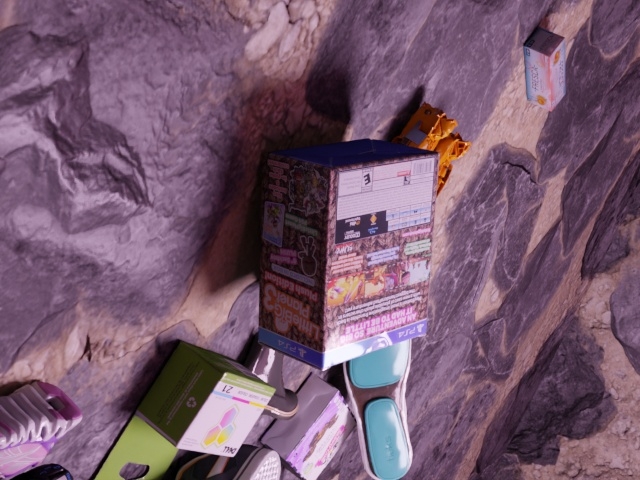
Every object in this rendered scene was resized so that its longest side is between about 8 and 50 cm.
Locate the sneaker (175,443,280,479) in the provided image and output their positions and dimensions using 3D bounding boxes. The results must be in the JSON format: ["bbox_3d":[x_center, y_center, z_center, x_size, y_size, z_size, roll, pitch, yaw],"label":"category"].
[{"bbox_3d":[-0.190,0.448,1.573,0.321,0.127,0.126,-45,137,-53],"label":"sneaker"}]

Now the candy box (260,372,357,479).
[{"bbox_3d":[-0.017,0.371,1.902,0.165,0.070,0.196,-52,152,-15],"label":"candy box"}]

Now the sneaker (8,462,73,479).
[{"bbox_3d":[-0.344,0.309,1.174,0.121,0.216,0.079,-21,94,-35],"label":"sneaker"}]

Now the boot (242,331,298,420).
[{"bbox_3d":[-0.073,0.230,1.671,0.198,0.076,0.137,19,96,-63],"label":"boot"}]

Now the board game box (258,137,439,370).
[{"bbox_3d":[0.041,0.011,1.441,0.232,0.141,0.291,-12,111,-43],"label":"board game box"}]

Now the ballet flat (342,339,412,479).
[{"bbox_3d":[0.108,0.278,1.932,0.139,0.139,0.401,-22,112,-49],"label":"ballet flat"}]

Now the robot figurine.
[{"bbox_3d":[0.143,-0.084,1.694,0.291,0.085,0.211,-58,152,-1],"label":"robot figurine"}]

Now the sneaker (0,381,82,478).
[{"bbox_3d":[-0.386,0.233,1.137,0.105,0.095,0.236,-56,155,12],"label":"sneaker"}]

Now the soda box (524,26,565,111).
[{"bbox_3d":[0.455,-0.343,1.975,0.058,0.063,0.183,-51,152,-16],"label":"soda box"}]

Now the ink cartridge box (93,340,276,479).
[{"bbox_3d":[-0.205,0.298,1.490,0.255,0.097,0.189,-58,153,-2],"label":"ink cartridge box"}]
